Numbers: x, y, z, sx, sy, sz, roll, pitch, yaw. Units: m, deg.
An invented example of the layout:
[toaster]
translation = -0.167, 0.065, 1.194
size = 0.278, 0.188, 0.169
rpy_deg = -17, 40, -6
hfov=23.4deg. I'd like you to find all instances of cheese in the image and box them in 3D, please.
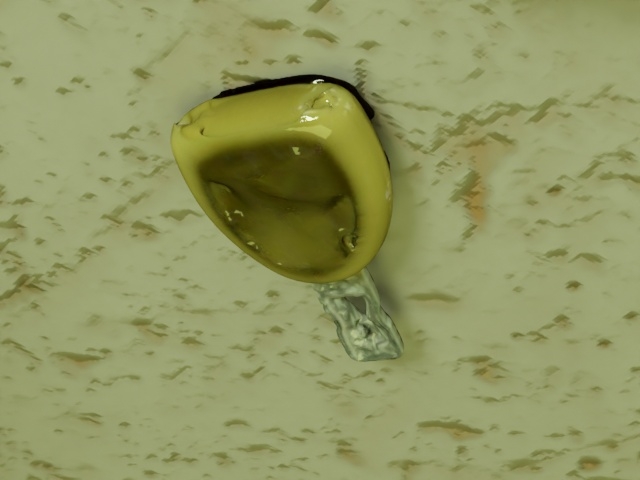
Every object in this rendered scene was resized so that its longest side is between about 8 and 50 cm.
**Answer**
[cheese]
translation = 0.000, -0.001, 0.673
size = 0.086, 0.036, 0.162
rpy_deg = -10, 136, 17
